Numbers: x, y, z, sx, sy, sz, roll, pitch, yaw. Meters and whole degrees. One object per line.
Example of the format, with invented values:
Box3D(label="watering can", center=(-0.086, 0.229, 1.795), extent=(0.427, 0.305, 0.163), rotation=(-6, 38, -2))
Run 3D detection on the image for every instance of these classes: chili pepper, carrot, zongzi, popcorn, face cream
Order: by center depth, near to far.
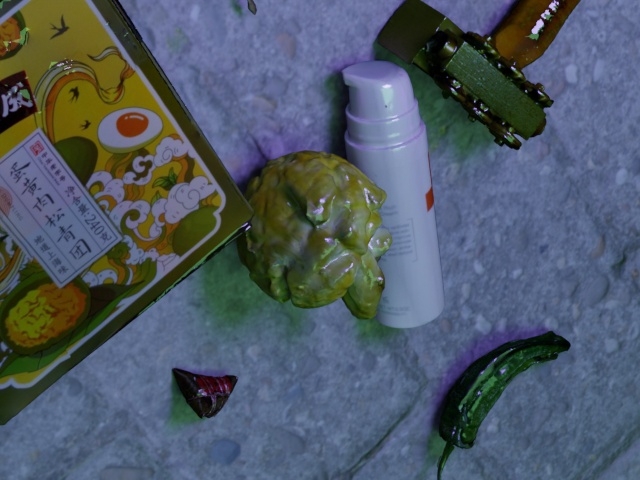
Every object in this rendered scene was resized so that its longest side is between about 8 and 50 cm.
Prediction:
Box3D(label="popcorn", center=(0.000, 0.000, 1.947), extent=(0.212, 0.198, 0.198), rotation=(36, 91, -21))
Box3D(label="zongzi", center=(-0.142, 0.196, 2.033), extent=(0.083, 0.073, 0.067), rotation=(26, 116, -37))
Box3D(label="face cream", center=(0.088, -0.059, 2.036), extent=(0.102, 0.102, 0.345), rotation=(-22, 124, -22))
Box3D(label="carrot", center=(0.306, -0.320, 2.067), extent=(0.260, 0.070, 0.070), rotation=(-51, 128, -4))
Box3D(label="chili pepper", center=(0.229, 0.209, 2.275), extent=(0.279, 0.065, 0.122), rotation=(-44, 124, -11))

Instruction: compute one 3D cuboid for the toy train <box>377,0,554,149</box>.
Box3D(label="toy train", center=(0.182, -0.198, 2.006), extent=(0.090, 0.137, 0.225), rotation=(-52, 133, 3))

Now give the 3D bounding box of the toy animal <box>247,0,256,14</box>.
Box3D(label="toy animal", center=(-0.103, -0.331, 1.800), extent=(0.069, 0.086, 0.219), rotation=(-6, 130, 14))

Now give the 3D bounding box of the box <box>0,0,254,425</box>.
Box3D(label="box", center=(-0.321, -0.066, 1.754), extent=(0.373, 0.138, 0.420), rotation=(-39, 128, -10))
